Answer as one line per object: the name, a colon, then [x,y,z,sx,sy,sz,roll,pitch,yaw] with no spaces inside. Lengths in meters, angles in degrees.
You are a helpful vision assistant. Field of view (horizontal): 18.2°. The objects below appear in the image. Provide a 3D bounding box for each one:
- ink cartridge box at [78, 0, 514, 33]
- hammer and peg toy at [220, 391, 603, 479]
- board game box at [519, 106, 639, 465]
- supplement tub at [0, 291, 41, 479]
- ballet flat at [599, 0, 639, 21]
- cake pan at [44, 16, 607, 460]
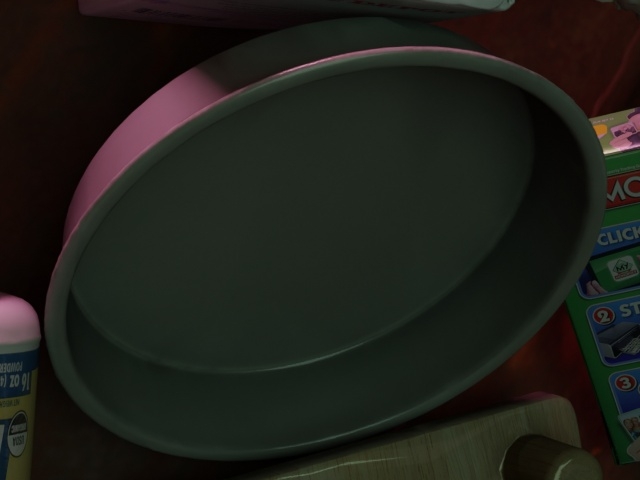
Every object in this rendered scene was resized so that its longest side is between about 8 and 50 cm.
ink cartridge box: [-0.016,-0.155,0.985,0.154,0.212,0.093,4,92,-23]
hammer and peg toy: [0.049,0.286,1.090,0.266,0.127,0.361,-12,99,-22]
board game box: [0.290,0.005,1.088,0.317,0.046,0.213,-12,120,16]
supplement tub: [-0.211,0.123,0.960,0.144,0.144,0.200,3,93,-23]
ballet flat: [0.178,-0.251,1.032,0.147,0.147,0.409,44,35,-20]
cake pan: [0.000,0.000,1.006,0.293,0.054,0.293,-13,140,-12]
